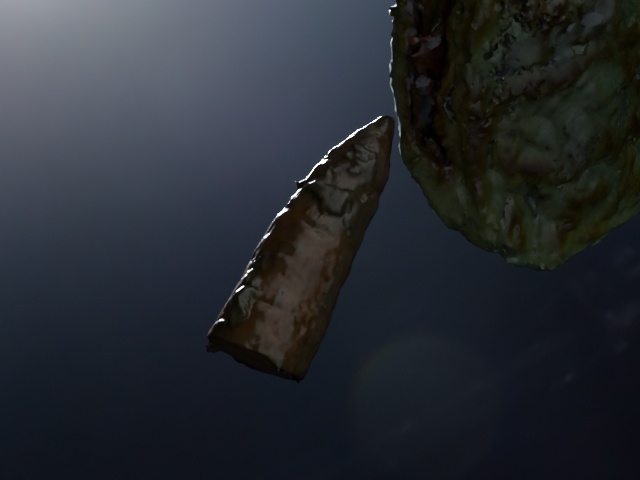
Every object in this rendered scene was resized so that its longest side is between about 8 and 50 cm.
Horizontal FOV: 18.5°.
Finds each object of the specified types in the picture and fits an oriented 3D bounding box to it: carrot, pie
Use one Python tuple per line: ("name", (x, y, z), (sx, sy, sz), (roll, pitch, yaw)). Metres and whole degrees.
("carrot", (0.000, 0.000, 1.719), (0.102, 0.102, 0.263), (31, -103, -5))
("pie", (0.250, -0.168, 2.062), (0.180, 0.418, 0.395), (13, -136, 45))
